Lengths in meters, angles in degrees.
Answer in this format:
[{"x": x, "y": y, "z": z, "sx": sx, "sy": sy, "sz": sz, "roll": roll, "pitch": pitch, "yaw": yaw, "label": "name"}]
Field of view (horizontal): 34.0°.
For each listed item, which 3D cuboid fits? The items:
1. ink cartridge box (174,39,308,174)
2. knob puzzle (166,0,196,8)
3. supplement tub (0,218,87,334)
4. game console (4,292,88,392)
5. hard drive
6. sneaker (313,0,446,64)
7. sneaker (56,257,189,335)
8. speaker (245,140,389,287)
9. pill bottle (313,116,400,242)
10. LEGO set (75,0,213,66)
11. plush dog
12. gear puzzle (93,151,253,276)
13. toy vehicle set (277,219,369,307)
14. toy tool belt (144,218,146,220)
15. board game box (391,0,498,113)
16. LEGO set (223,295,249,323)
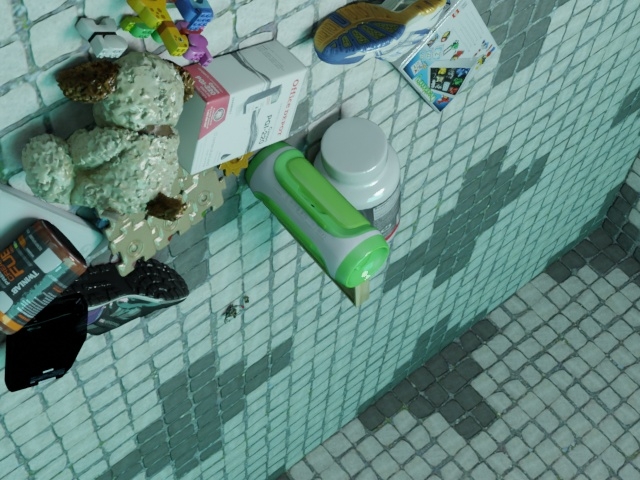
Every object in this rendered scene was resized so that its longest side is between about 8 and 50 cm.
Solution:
[{"x": -0.140, "y": -0.218, "z": 1.701, "sx": 0.218, "sy": 0.092, "sz": 0.158, "roll": -28, "pitch": 151, "yaw": -38, "label": "ink cartridge box"}, {"x": -0.167, "y": -0.387, "z": 1.437, "sx": 0.213, "sy": 0.030, "sz": 0.213, "roll": -36, "pitch": 157, "yaw": -18, "label": "knob puzzle"}, {"x": -0.452, "y": 0.067, "z": 1.558, "sx": 0.198, "sy": 0.106, "sz": 0.106, "roll": -43, "pitch": 158, "yaw": -4, "label": "supplement tub"}, {"x": -0.556, "y": 0.197, "z": 1.708, "sx": 0.361, "sy": 0.044, "sz": 0.213, "roll": -16, "pitch": 150, "yaw": -29, "label": "game console"}, {"x": -0.487, "y": 0.020, "z": 1.608, "sx": 0.203, "sy": 0.040, "sz": 0.307, "roll": -45, "pitch": 157, "yaw": 5, "label": "hard drive"}, {"x": 0.107, "y": -0.356, "z": 1.854, "sx": 0.296, "sy": 0.112, "sz": 0.131, "roll": -29, "pitch": 154, "yaw": -31, "label": "sneaker"}, {"x": -0.375, "y": 0.109, "z": 1.897, "sx": 0.283, "sy": 0.107, "sz": 0.124, "roll": -3, "pitch": 139, "yaw": -45, "label": "sneaker"}, {"x": -0.009, "y": -0.050, "z": 1.954, "sx": 0.131, "sy": 0.296, "sz": 0.131, "roll": -36, "pitch": 157, "yaw": -18, "label": "speaker"}, {"x": 0.076, "y": -0.115, "z": 2.145, "sx": 0.176, "sy": 0.176, "sz": 0.318, "roll": -38, "pitch": 157, "yaw": -13, "label": "pill bottle"}, {"x": -0.210, "y": -0.281, "z": 1.443, "sx": 0.087, "sy": 0.093, "sz": 0.227, "roll": -39, "pitch": 164, "yaw": 37, "label": "LEGO set"}, {"x": -0.270, "y": -0.159, "z": 1.504, "sx": 0.262, "sy": 0.211, "sz": 0.225, "roll": -13, "pitch": 117, "yaw": -54, "label": "plush dog"}, {"x": -0.245, "y": -0.097, "z": 1.793, "sx": 0.339, "sy": 0.044, "sz": 0.175, "roll": -39, "pitch": 138, "yaw": -29, "label": "gear puzzle"}, {"x": 0.000, "y": 0.000, "z": 2.103, "sx": 0.035, "sy": 0.267, "sz": 0.166, "roll": -36, "pitch": 158, "yaw": -14, "label": "toy vehicle set"}, {"x": -0.305, "y": -0.016, "z": 1.857, "sx": 0.083, "sy": 0.052, "sz": 0.051, "roll": 107, "pitch": 5, "yaw": -56, "label": "toy tool belt"}, {"x": 0.252, "y": -0.383, "z": 2.126, "sx": 0.193, "sy": 0.053, "sz": 0.305, "roll": -47, "pitch": 158, "yaw": 7, "label": "board game box"}, {"x": -0.195, "y": 0.155, "z": 2.380, "sx": 0.083, "sy": 0.023, "sz": 0.054, "roll": -42, "pitch": 164, "yaw": -42, "label": "LEGO set"}]
